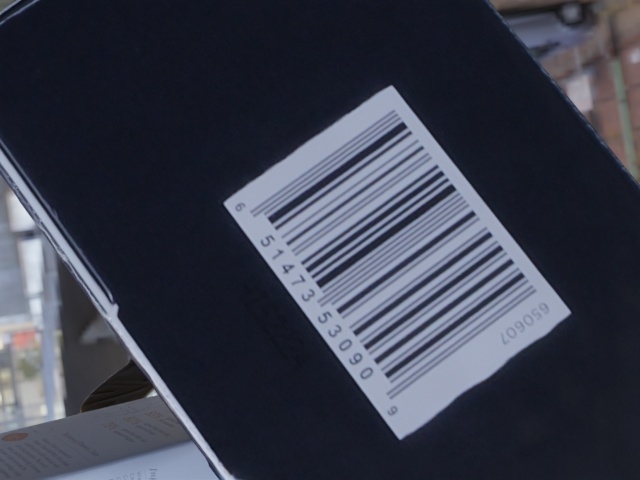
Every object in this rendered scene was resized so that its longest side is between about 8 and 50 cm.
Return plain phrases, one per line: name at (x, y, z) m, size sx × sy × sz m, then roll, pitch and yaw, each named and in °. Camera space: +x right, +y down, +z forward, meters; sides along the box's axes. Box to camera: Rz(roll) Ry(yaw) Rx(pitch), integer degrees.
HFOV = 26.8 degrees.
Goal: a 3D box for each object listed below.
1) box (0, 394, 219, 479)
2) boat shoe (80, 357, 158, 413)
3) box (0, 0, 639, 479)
box at (-0.170, 0.252, 1.245) m, size 0.345 × 0.168 × 0.215 m, roll -12°, pitch -173°, yaw -25°
boat shoe at (-0.181, 0.180, 1.658) m, size 0.109 × 0.098 × 0.302 m, roll -3°, pitch -157°, yaw 29°
box at (0.031, 0.052, 0.951) m, size 0.297 × 0.480 × 0.472 m, roll -36°, pitch 171°, yaw -8°
